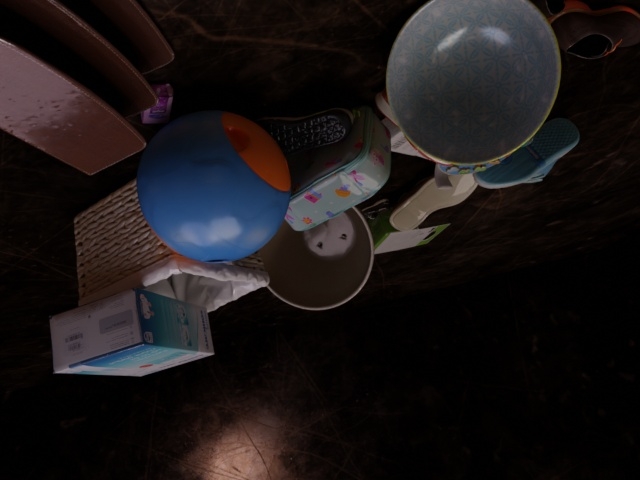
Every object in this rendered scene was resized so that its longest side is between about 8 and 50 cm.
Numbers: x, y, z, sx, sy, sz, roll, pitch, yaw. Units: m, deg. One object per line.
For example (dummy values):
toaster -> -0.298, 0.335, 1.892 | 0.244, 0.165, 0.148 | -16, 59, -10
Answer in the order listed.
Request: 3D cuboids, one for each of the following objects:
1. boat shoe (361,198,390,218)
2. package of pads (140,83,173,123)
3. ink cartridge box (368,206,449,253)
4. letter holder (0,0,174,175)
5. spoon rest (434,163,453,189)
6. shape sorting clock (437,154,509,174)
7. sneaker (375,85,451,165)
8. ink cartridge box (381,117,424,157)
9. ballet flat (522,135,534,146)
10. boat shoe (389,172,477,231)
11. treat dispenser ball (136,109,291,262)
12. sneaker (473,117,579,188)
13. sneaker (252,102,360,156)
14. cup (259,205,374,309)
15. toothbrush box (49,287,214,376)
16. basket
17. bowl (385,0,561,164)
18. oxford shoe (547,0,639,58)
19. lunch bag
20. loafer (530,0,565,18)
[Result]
boat shoe -> 0.172, -0.090, 1.716 | 0.125, 0.038, 0.046 | -28, 157, 31
package of pads -> -0.292, -0.241, 0.951 | 0.050, 0.032, 0.083 | -10, 161, -25
ink cartridge box -> 0.288, -0.042, 1.857 | 0.255, 0.097, 0.189 | -9, 160, -22
letter holder -> -0.342, -0.245, 0.728 | 0.214, 0.152, 0.302 | -21, 160, 11
spoon rest -> 0.387, -0.254, 1.402 | 0.137, 0.084, 0.276 | -3, 144, -35
shape sorting clock -> 0.389, -0.218, 1.314 | 0.206, 0.040, 0.206 | -15, 157, -6
sneaker -> 0.227, -0.257, 1.085 | 0.221, 0.087, 0.128 | 37, 134, -10
ink cartridge box -> 0.314, -0.291, 1.228 | 0.261, 0.066, 0.296 | 3, 154, -44
ballet flat -> 0.447, -0.273, 1.178 | 0.070, 0.070, 0.188 | -20, 156, 14
boat shoe -> 0.341, -0.144, 1.613 | 0.116, 0.097, 0.324 | 38, 133, -15
treat dispenser ball -> -0.199, -0.101, 1.018 | 0.288, 0.288, 0.288 | -14, 161, -5
sneaker -> 0.558, -0.204, 1.512 | 0.319, 0.127, 0.208 | -25, 163, -8
sneaker -> -0.033, -0.232, 1.097 | 0.234, 0.097, 0.084 | -1, 125, 20
cup -> 0.000, 0.000, 1.496 | 0.331, 0.331, 0.237 | -21, -174, 16
toothbrush box -> -0.407, 0.215, 1.193 | 0.216, 0.126, 0.295 | -18, 161, 11
basket -> -0.363, 0.030, 1.292 | 0.331, 0.267, 0.328 | -26, 158, 25
bowl -> 0.275, -0.290, 0.957 | 0.289, 0.290, 0.156 | -26, -177, 28
oxford shoe -> 0.555, -0.400, 1.061 | 0.271, 0.098, 0.097 | -7, 159, -24
lunch bag -> 0.017, -0.158, 1.153 | 0.279, 0.224, 0.108 | -26, 128, 32
loafer -> 0.372, -0.413, 0.917 | 0.080, 0.078, 0.220 | -5, 158, -28
